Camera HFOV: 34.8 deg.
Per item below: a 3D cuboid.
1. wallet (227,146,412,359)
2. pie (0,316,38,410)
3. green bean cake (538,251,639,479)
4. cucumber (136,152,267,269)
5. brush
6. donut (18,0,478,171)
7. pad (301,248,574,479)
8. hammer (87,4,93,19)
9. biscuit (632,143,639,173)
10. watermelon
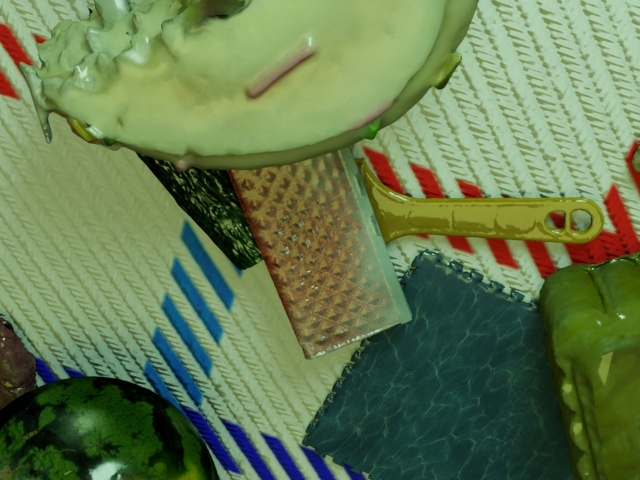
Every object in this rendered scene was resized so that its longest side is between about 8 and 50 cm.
[{"bbox_3d":[0.000,0.000,0.863,0.103,0.020,0.196,-23,109,-2],"label":"wallet"},{"bbox_3d":[-0.354,0.127,1.016,0.154,0.038,0.153,3,121,6],"label":"pie"},{"bbox_3d":[0.315,0.126,0.849,0.236,0.124,0.233,-14,112,11],"label":"green bean cake"},{"bbox_3d":[-0.109,-0.058,0.862,0.058,0.058,0.187,-30,113,23],"label":"cucumber"},{"bbox_3d":[0.101,-0.020,0.867,0.272,0.013,0.103,2,114,10],"label":"brush"},{"bbox_3d":[-0.035,-0.221,0.690,0.307,0.150,0.371,10,119,-5],"label":"donut"},{"bbox_3d":[0.150,0.162,0.970,0.269,0.012,0.269,25,120,-5],"label":"pad"},{"bbox_3d":[-0.119,-0.268,0.765,0.125,0.027,0.297,5,120,1],"label":"hammer"},{"bbox_3d":[0.373,-0.071,0.790,0.231,0.025,0.131,19,127,-3],"label":"biscuit"},{"bbox_3d":[-0.215,0.260,0.946,0.269,0.269,0.269,4,119,7],"label":"watermelon"}]
